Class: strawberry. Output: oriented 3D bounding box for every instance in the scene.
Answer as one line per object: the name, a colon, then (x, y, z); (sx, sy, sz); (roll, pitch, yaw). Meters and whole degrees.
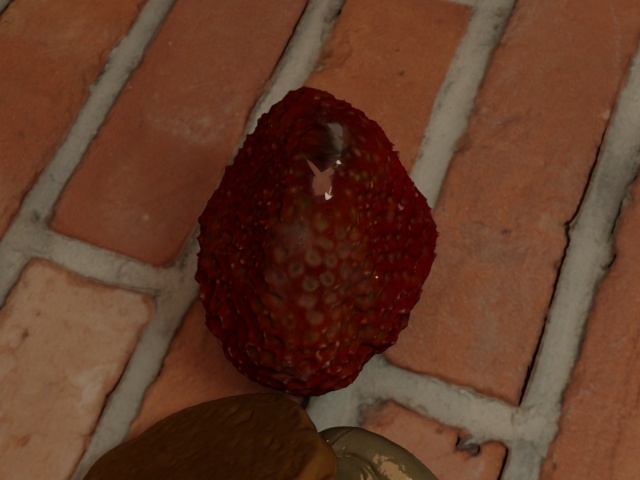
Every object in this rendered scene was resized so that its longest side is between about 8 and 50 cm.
strawberry: (0.000, 0.000, 1.191); (0.267, 0.351, 0.312); (5, 57, -5)

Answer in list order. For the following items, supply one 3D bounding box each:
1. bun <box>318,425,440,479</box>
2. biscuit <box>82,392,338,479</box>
bun: (0.043, 0.279, 1.154); (0.173, 0.167, 0.113); (7, 48, 37)
biscuit: (-0.153, 0.283, 1.112); (0.312, 0.057, 0.351); (-4, 32, 43)
